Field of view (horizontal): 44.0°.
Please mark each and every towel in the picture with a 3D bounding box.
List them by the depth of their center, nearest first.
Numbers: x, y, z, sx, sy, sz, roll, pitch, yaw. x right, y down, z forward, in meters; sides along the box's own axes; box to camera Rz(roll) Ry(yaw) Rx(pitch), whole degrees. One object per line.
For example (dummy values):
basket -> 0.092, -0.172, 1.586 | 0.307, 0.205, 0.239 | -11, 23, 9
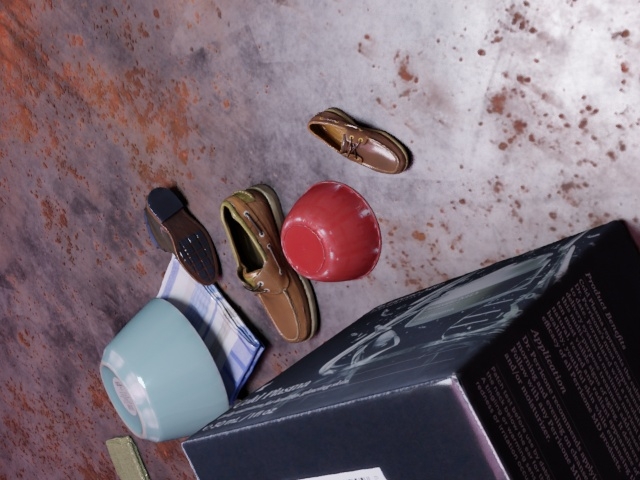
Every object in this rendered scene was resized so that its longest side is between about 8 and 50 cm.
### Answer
towel -> -0.241, 0.180, 1.635 | 0.285, 0.034, 0.209 | 46, 132, 20
towel -> -0.491, 0.572, 2.029 | 0.110, 0.027, 0.148 | -17, 96, 41

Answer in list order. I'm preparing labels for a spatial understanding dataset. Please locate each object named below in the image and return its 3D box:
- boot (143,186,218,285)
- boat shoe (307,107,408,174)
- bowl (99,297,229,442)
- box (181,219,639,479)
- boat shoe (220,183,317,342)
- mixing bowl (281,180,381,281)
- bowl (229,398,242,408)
boot -> -0.283, -0.002, 1.595 | 0.219, 0.082, 0.106 | 60, 154, -3
boat shoe -> 0.055, -0.150, 1.247 | 0.178, 0.060, 0.064 | 33, 126, 24
bowl -> -0.340, 0.292, 1.637 | 0.312, 0.163, 0.311 | 36, 141, 36
box -> 0.169, 0.242, 1.047 | 0.480, 0.472, 0.297 | -25, 91, 43
boat shoe -> -0.104, 0.056, 1.436 | 0.111, 0.104, 0.307 | -15, 99, 42
mixing bowl -> 0.000, 0.000, 1.333 | 0.182, 0.098, 0.181 | 17, 120, 34
bowl -> -0.154, 0.419, 1.633 | 0.080, 0.170, 0.170 | 18, 132, -20
